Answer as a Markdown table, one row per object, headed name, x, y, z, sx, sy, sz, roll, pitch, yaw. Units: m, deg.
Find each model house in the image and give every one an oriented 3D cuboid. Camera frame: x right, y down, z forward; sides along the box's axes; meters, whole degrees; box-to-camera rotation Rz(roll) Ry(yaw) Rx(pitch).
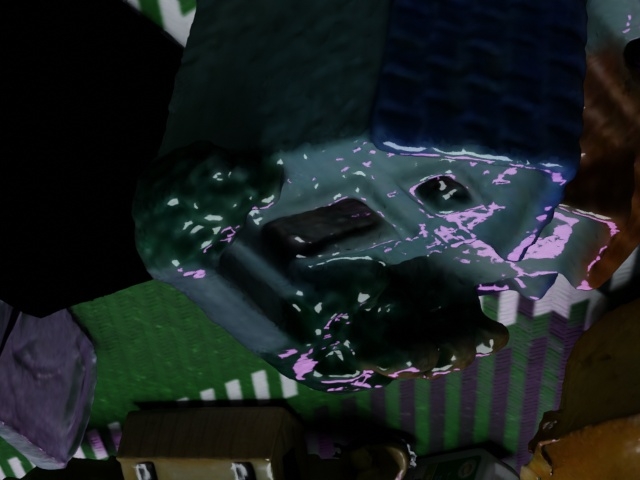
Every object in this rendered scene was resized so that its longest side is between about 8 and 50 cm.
| name | x | y | z | sx | sy | sz | roll | pitch | yaw |
| --- | --- | --- | --- | --- | --- | --- | --- | --- | --- |
| model house | 0.112 | -0.060 | 0.995 | 0.329 | 0.252 | 0.295 | -16 | 140 | 29 |

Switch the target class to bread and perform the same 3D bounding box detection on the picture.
| name | x | y | z | sx | sy | sz | roll | pitch | yaw |
| --- | --- | --- | --- | --- | --- | --- | --- | --- | --- |
| bread | 0.346 | 0.173 | 1.322 | 0.358 | 0.204 | 0.337 | -1 | 145 | 14 |

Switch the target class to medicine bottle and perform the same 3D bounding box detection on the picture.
| name | x | y | z | sx | sy | sz | roll | pitch | yaw |
| --- | --- | --- | --- | --- | --- | --- | --- | --- | --- |
| medicine bottle | 0.115 | 0.280 | 1.659 | 0.069 | 0.119 | 0.183 | 34 | 145 | -32 |

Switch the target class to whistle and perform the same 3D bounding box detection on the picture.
| name | x | y | z | sx | sy | sz | roll | pitch | yaw |
| --- | --- | --- | --- | --- | --- | --- | --- | --- | --- |
| whistle | -0.318 | 0.067 | 1.420 | 0.188 | 0.168 | 0.404 | -17 | 143 | 42 |

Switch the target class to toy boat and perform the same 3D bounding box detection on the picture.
| name | x | y | z | sx | sy | sz | roll | pitch | yaw |
| --- | --- | --- | --- | --- | --- | --- | --- | --- | --- |
| toy boat | -0.127 | 0.251 | 1.682 | 0.445 | 0.136 | 0.162 | -6 | 107 | 27 |

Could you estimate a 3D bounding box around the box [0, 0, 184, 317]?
| name | x | y | z | sx | sy | sz | roll | pitch | yaw |
| --- | --- | --- | --- | --- | --- | --- | --- | --- | --- |
| box | -0.238 | -0.093 | 1.149 | 0.225 | 0.143 | 0.341 | -17 | 140 | 40 |
